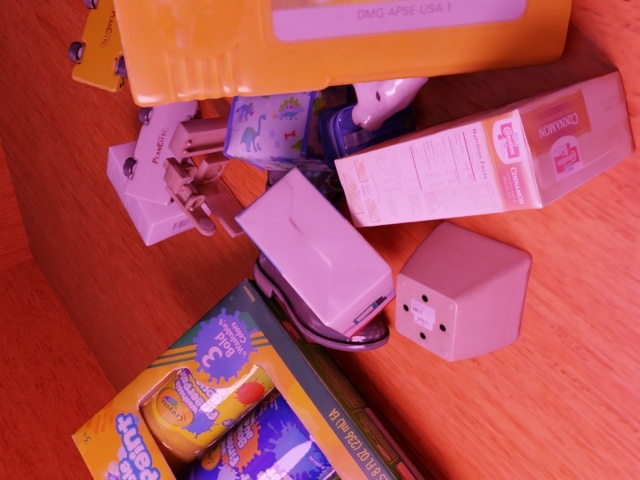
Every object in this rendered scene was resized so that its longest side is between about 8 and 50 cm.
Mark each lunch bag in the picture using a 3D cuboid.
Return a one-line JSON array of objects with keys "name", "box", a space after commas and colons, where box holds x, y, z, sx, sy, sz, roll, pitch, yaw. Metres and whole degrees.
[{"name": "lunch bag", "box": [0.054, -0.113, 0.561, 0.065, 0.098, 0.067, 30, 137, 65]}, {"name": "lunch bag", "box": [-0.035, -0.162, 0.629, 0.128, 0.096, 0.151, 8, 85, 35]}]

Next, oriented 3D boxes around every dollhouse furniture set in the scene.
[{"name": "dollhouse furniture set", "box": [-0.152, -0.091, 0.829, 0.123, 0.144, 0.151, 50, 129, 13]}]

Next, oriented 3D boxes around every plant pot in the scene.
[{"name": "plant pot", "box": [0.136, 0.060, 0.555, 0.109, 0.096, 0.109, 27, 132, 42]}]

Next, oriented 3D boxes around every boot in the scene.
[{"name": "boot", "box": [0.000, 0.000, 0.714, 0.263, 0.091, 0.229, 32, 126, 29]}]

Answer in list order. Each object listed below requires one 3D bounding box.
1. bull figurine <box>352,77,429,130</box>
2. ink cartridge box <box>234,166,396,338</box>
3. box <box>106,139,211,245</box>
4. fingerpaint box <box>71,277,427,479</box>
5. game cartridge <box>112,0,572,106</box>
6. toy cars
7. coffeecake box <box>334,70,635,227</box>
[{"name": "bull figurine", "box": [-0.008, -0.245, 0.454, 0.188, 0.101, 0.310, 16, 139, 42]}, {"name": "ink cartridge box", "box": [0.008, 0.028, 0.579, 0.134, 0.078, 0.231, 48, 178, 15]}, {"name": "box", "box": [-0.298, -0.100, 1.004, 0.170, 0.130, 0.091, 58, 147, 11]}, {"name": "fingerpaint box", "box": [-0.093, 0.345, 0.791, 0.445, 0.371, 0.163, 51, -174, 21]}, {"name": "game cartridge", "box": [0.023, -0.240, 0.332, 0.053, 0.323, 0.285, -123, 26, -57]}, {"name": "toy cars", "box": [-0.306, -0.251, 0.928, 0.087, 0.176, 0.394, -51, -62, -87]}, {"name": "coffeecake box", "box": [0.127, -0.069, 0.445, 0.185, 0.142, 0.068, -4, 106, 54]}]
